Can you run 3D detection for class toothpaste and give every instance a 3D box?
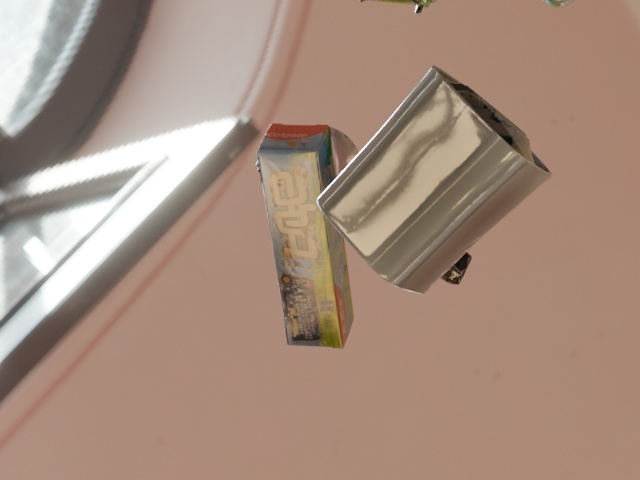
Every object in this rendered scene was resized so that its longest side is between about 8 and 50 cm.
[{"bbox_3d":[0.000,0.000,1.169,0.070,0.044,0.193,2,-55,15],"label":"toothpaste"}]

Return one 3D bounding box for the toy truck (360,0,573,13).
[{"bbox_3d":[0.090,-0.227,1.060,0.259,0.135,0.128,10,-44,20],"label":"toy truck"}]

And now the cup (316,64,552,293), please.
[{"bbox_3d":[0.083,-0.038,0.977,0.095,0.129,0.128,50,14,22],"label":"cup"}]

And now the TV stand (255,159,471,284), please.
[{"bbox_3d":[0.045,-0.030,1.478,0.249,0.036,0.042,31,-15,-16],"label":"TV stand"}]
